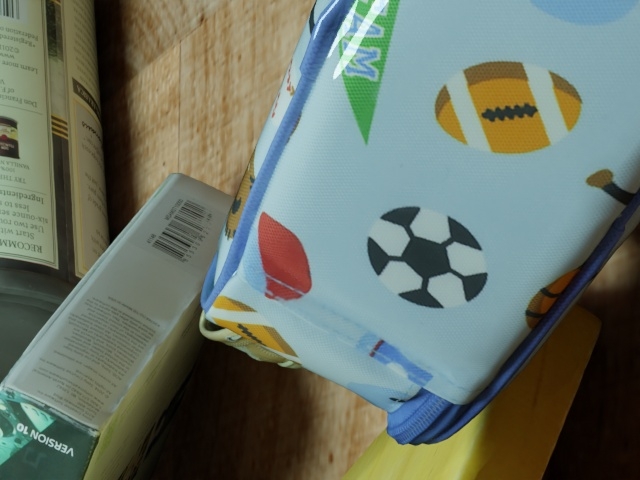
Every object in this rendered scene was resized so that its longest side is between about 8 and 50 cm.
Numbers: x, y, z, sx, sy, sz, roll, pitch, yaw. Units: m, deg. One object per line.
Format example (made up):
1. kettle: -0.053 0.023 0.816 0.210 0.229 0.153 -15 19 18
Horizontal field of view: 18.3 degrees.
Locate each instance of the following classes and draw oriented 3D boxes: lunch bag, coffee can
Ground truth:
1. lunch bag: 0.085 -0.096 0.614 0.303 0.115 0.243 -55 1 42
2. coffee can: -0.233 -0.048 1.248 0.201 0.201 0.275 133 138 -52

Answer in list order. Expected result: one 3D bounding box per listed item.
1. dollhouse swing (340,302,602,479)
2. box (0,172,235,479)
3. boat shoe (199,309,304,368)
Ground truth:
1. dollhouse swing: 0.062 0.247 0.714 0.315 0.305 0.347 43 136 8
2. box: -0.140 0.147 1.035 0.232 0.058 0.322 -58 -9 -59
3. boat shoe: 0.000 0.000 0.890 0.190 0.072 0.068 -56 36 44
